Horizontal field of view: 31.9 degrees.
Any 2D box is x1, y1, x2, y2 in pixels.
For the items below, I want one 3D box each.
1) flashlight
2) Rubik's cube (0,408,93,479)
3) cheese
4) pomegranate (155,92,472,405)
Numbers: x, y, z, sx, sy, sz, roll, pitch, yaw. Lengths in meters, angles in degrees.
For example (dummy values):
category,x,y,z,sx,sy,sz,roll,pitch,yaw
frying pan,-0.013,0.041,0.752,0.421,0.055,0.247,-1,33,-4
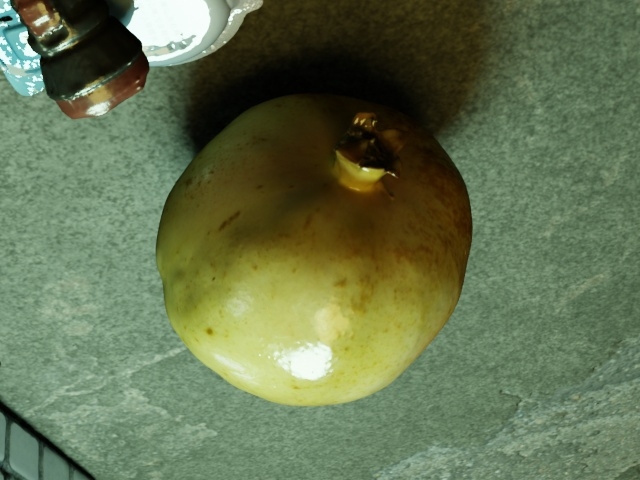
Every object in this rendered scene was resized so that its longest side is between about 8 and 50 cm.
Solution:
category,x,y,z,sx,sy,sz,roll,pitch,yaw
flashlight,-0.220,-0.208,0.861,0.093,0.093,0.232,-21,120,13
Rubik's cube,-0.499,0.434,1.410,0.337,0.344,0.344,-19,141,10
cheese,-0.171,-0.194,0.960,0.244,0.052,0.135,-13,138,7
pomegranate,0.000,0.000,1.048,0.319,0.319,0.319,-6,140,-5
